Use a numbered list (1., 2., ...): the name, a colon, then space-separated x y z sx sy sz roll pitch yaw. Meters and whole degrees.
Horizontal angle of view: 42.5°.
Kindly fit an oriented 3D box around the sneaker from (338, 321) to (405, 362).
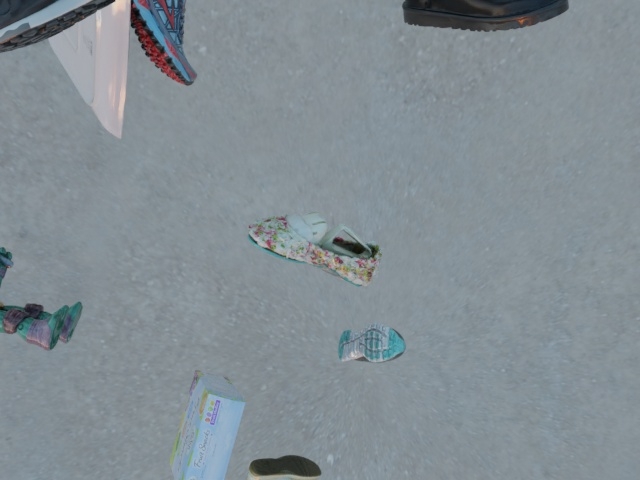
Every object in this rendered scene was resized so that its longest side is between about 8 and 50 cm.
1. sneaker: 0.096 0.167 1.313 0.076 0.166 0.065 12 79 -26

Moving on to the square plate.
1. square plate: -0.450 -0.420 1.538 0.049 0.347 0.344 -18 56 -29

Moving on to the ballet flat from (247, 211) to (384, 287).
1. ballet flat: 0.000 0.000 1.204 0.077 0.241 0.091 -53 44 17

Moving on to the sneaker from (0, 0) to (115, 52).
1. sneaker: -0.247 -0.279 0.786 0.283 0.107 0.124 -25 104 9

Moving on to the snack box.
1. snack box: -0.196 0.327 1.399 0.070 0.207 0.175 16 87 -16

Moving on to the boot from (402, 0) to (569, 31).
1. boot: 0.276 -0.525 1.499 0.347 0.260 0.131 11 38 31

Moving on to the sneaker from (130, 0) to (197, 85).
1. sneaker: -0.282 -0.413 1.518 0.125 0.104 0.262 -38 121 -17

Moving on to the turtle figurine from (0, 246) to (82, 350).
1. turtle figurine: -0.424 0.070 1.018 0.234 0.175 0.118 20 107 -3

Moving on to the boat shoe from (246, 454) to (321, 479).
1. boat shoe: -0.063 0.386 1.354 0.135 0.050 0.045 11 118 -30
